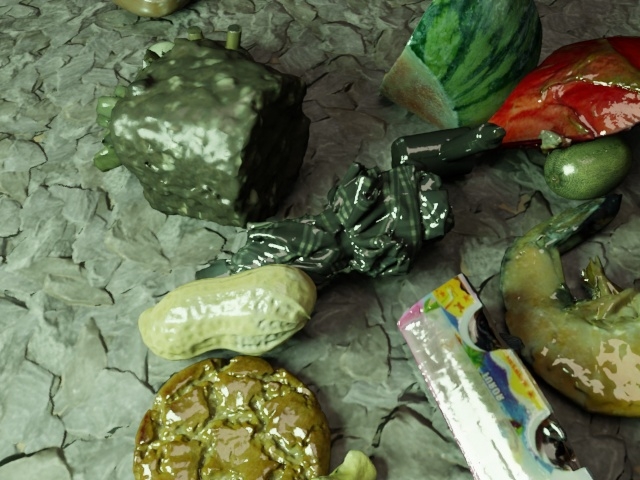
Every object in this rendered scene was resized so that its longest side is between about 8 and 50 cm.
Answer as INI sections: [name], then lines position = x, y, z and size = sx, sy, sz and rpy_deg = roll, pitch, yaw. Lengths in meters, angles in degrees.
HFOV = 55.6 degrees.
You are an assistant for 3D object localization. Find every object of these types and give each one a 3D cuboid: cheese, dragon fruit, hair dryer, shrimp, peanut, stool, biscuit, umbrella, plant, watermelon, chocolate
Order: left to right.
[chocolate]
position = -0.294, -0.500, 1.157
size = 0.161, 0.083, 0.261
rpy_deg = 27, 55, 9
[plant]
position = -0.185, -0.157, 0.828
size = 0.312, 0.213, 0.215
rpy_deg = 24, 61, 18
[stool]
position = -0.192, -0.278, 0.974
size = 0.217, 0.121, 0.125
rpy_deg = 16, 58, 7
[peanut]
position = -0.107, 0.086, 0.699
size = 0.215, 0.098, 0.090
rpy_deg = -10, 30, 10
[biscuit]
position = -0.095, 0.223, 0.658
size = 0.226, 0.042, 0.225
rpy_deg = -1, 54, 2
[umbrella]
position = -0.002, -0.012, 0.767
size = 0.337, 0.128, 0.154
rpy_deg = -10, 77, -1
[cheese]
position = 0.022, 0.248, 0.627
size = 0.083, 0.030, 0.044
rpy_deg = -24, 96, -40
[watermelon]
position = 0.198, -0.307, 0.920
size = 0.201, 0.261, 0.212
rpy_deg = 26, 75, 42
[hair dryer]
position = 0.171, -0.116, 0.790
size = 0.114, 0.248, 0.070
rpy_deg = -10, 94, -5
[dragon fruit]
position = 0.396, -0.230, 0.856
size = 0.344, 0.100, 0.282
rpy_deg = -35, 27, -26
[shrimp]
position = 0.412, 0.024, 0.768
size = 0.445, 0.085, 0.272
rpy_deg = -40, 57, -19

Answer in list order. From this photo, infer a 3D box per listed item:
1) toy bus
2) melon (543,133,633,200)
[toy bus]
position = 0.189, 0.174, 0.646
size = 0.112, 0.090, 0.274
rpy_deg = -32, 54, 11
[melon]
position = 0.373, -0.107, 0.843
size = 0.131, 0.098, 0.098
rpy_deg = -25, 57, -15
